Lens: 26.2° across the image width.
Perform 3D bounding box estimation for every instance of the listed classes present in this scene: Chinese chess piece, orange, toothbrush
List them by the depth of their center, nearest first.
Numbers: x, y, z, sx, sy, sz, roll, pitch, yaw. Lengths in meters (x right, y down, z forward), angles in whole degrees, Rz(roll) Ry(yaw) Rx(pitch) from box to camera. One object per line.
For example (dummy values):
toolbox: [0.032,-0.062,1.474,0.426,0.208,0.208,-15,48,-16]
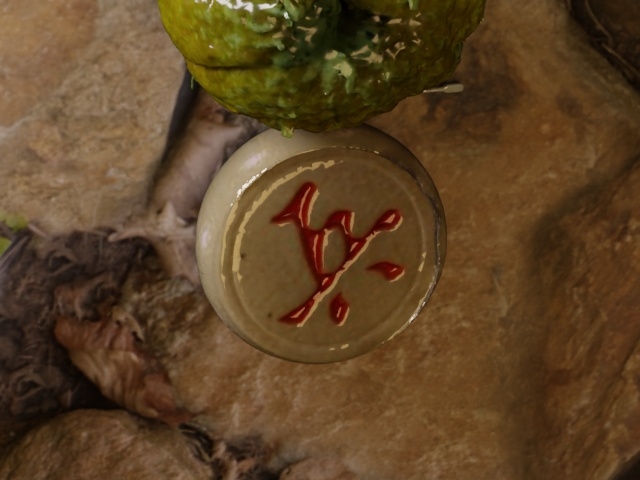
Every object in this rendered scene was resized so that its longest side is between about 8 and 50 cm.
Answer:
orange: [0.009,-0.226,1.192,0.301,0.223,0.300,1,118,-15]
toothbrush: [0.063,-0.146,1.352,0.162,0.017,0.014,-6,114,-12]
Chinese chess piece: [0.000,0.000,1.355,0.250,0.103,0.249,-5,113,-13]
